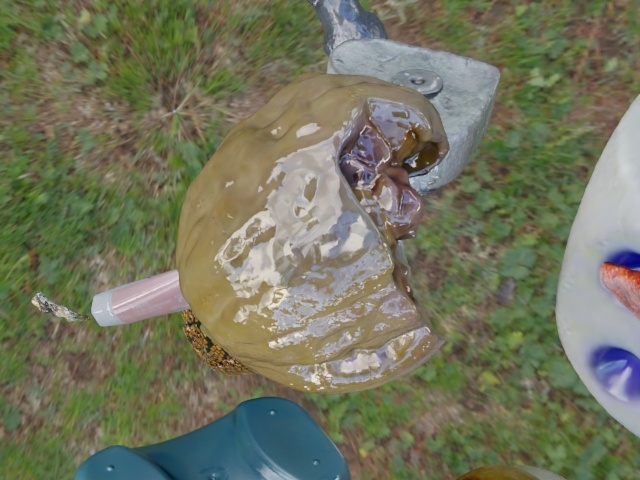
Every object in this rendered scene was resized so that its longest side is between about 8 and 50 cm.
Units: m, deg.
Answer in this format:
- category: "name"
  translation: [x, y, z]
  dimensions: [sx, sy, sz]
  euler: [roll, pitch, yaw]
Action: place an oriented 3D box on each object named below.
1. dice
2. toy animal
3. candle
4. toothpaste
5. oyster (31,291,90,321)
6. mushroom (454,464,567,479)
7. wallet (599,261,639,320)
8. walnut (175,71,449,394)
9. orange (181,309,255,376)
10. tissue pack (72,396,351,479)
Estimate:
- category: "dice"
  translation: [0.345, 0.017, 0.977]
  dimensions: [0.259, 0.243, 0.251]
  euler: [-43, 145, -33]
- category: "toy animal"
  translation: [0.047, -0.222, 1.521]
  dimensions: [0.121, 0.117, 0.210]
  euler: [-29, 116, 19]
- category: "candle"
  translation: [0.097, -0.128, 1.175]
  dimensions: [0.168, 0.192, 0.068]
  euler: [-12, 134, -22]
- category: "toothpaste"
  translation: [-0.163, 0.056, 1.298]
  dimensions: [0.194, 0.043, 0.067]
  euler: [-15, 131, 31]
- category: "oyster"
  translation: [-0.319, 0.085, 1.469]
  dimensions: [0.083, 0.054, 0.019]
  euler: [21, 75, 23]
- category: "mushroom"
  translation: [0.154, 0.240, 0.973]
  dimensions: [0.128, 0.350, 0.128]
  euler: [-2, 75, 9]
- category: "wallet"
  translation: [0.215, 0.069, 0.552]
  dimensions: [0.103, 0.196, 0.020]
  euler: [40, 89, -32]
- category: "walnut"
  translation: [-0.011, -0.004, 0.864]
  dimensions: [0.204, 0.141, 0.238]
  euler: [1, 90, 6]
- category: "orange"
  translation: [-0.047, 0.080, 1.433]
  dimensions: [0.234, 0.234, 0.182]
  euler: [11, 87, -8]
- category: "tissue pack"
  translation: [-0.113, 0.309, 1.269]
  dimensions: [0.287, 0.198, 0.206]
  euler: [-18, 127, -30]
